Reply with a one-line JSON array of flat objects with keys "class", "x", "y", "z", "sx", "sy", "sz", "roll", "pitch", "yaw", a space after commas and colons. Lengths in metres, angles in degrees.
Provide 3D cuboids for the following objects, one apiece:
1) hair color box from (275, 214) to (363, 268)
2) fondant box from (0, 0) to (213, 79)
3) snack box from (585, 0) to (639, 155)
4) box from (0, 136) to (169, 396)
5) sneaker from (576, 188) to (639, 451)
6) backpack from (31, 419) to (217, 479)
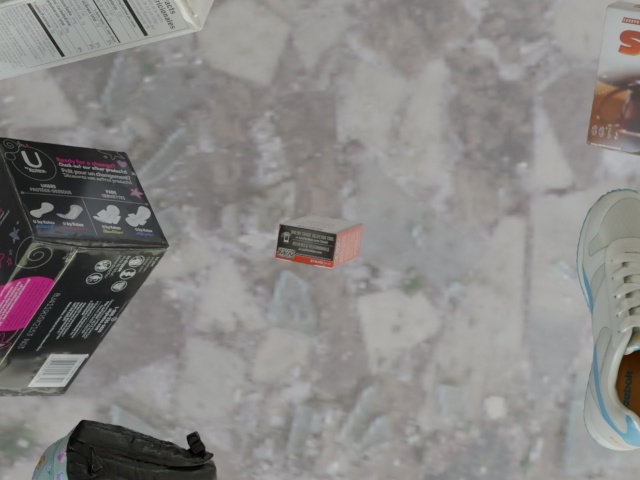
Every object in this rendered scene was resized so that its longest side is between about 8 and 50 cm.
[{"class": "hair color box", "x": 0.000, "y": 0.000, "z": 1.695, "sx": 0.141, "sy": 0.072, "sz": 0.043, "roll": -17, "pitch": 117, "yaw": -75}, {"class": "fondant box", "x": -0.256, "y": -0.292, "z": 1.538, "sx": 0.238, "sy": 0.330, "sz": 0.096, "roll": -74, "pitch": 146, "yaw": -43}, {"class": "snack box", "x": 0.205, "y": -0.056, "z": 0.612, "sx": 0.022, "sy": 0.178, "sz": 0.064, "roll": -30, "pitch": 129, "yaw": -61}, {"class": "box", "x": -0.293, "y": 0.031, "z": 1.466, "sx": 0.163, "sy": 0.247, "sz": 0.142, "roll": 4, "pitch": 47, "yaw": -41}, {"class": "sneaker", "x": 0.274, "y": 0.064, "z": 1.247, "sx": 0.087, "sy": 0.092, "sz": 0.229, "roll": 1, "pitch": 79, "yaw": -9}, {"class": "backpack", "x": -0.203, "y": 0.262, "z": 1.481, "sx": 0.182, "sy": 0.115, "sz": 0.152, "roll": 26, "pitch": 39, "yaw": -29}]
